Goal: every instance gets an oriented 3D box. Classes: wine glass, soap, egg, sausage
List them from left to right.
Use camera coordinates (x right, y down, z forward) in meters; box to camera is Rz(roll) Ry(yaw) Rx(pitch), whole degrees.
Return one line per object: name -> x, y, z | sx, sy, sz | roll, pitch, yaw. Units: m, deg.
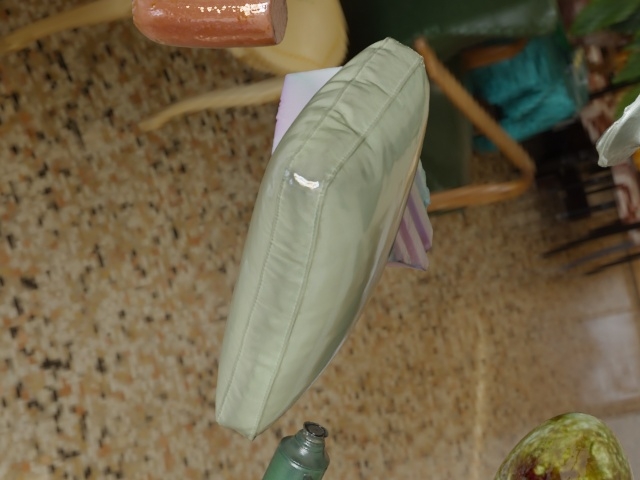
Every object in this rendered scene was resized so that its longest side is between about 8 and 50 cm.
sausage -> -0.187, -0.370, 1.978 | 0.113, 0.259, 0.114 | 3, 90, -75
soap -> 0.048, -0.068, 1.412 | 0.324, 0.109, 0.193 | 62, 31, -52
egg -> 0.401, 0.423, 1.972 | 0.238, 0.238, 0.290 | -1, 114, -65
wine glass -> 0.423, -0.062, 1.308 | 0.232, 0.156, 0.156 | 44, 13, 25

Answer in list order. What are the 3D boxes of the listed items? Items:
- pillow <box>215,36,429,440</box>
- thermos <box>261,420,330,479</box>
pillow -> 0.000, 0.000, 1.081 | 0.255, 0.119, 0.322 | -56, 168, -48
thermos -> -0.044, 0.317, 1.540 | 0.188, 0.073, 0.083 | -66, 167, 21
